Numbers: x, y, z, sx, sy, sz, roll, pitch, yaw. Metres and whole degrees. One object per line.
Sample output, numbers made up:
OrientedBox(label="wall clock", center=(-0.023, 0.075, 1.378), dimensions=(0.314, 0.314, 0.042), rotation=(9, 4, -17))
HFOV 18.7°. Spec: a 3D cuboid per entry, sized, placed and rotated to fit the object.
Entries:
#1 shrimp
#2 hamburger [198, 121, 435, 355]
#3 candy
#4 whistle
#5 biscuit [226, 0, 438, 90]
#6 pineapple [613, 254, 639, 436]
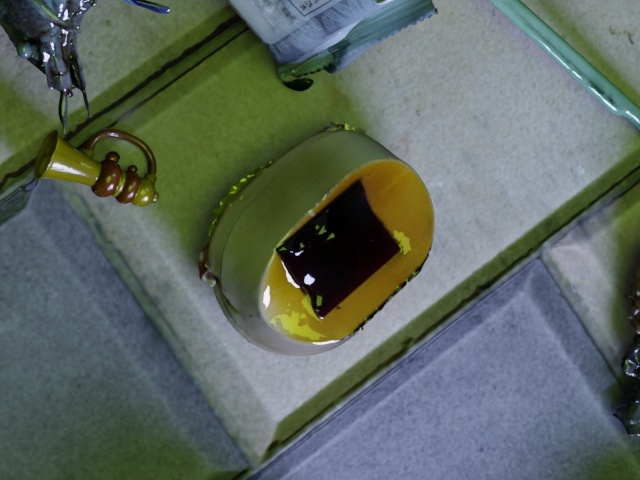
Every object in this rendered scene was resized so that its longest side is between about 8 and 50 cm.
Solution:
OrientedBox(label="shrimp", center=(-0.230, -0.298, 1.526), dimensions=(0.166, 0.221, 0.410), rotation=(-24, 95, 25))
OrientedBox(label="hamburger", center=(0.000, 0.000, 1.700), dimensions=(0.210, 0.116, 0.173), rotation=(-46, 113, -14))
OrientedBox(label="candy", center=(0.166, -0.219, 1.752), dimensions=(0.440, 0.119, 0.119), rotation=(36, 83, -24))
OrientedBox(label="whistle", center=(-0.189, -0.064, 1.677), dimensions=(0.109, 0.057, 0.046), rotation=(17, 133, -27))
OrientedBox(label="biscuit", center=(-0.059, -0.271, 1.635), dimensions=(0.309, 0.186, 0.079), rotation=(47, 44, -15))
OrientedBox(label="pineapple", center=(0.323, 0.092, 1.819), dimensions=(0.108, 0.108, 0.197), rotation=(15, 102, -18))
